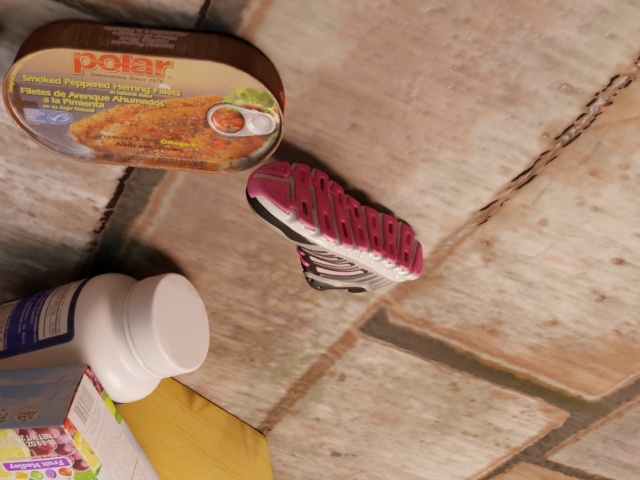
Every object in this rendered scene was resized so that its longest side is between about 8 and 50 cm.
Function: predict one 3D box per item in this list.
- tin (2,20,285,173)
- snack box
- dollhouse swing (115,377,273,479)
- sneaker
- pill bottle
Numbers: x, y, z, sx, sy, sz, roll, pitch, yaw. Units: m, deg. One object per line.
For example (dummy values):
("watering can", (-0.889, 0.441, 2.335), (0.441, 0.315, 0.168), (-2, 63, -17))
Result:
("tin", (-0.118, -0.097, 0.680), (0.189, 0.040, 0.106), (6, 145, 0))
("snack box", (-0.238, 0.199, 0.840), (0.174, 0.070, 0.207), (-7, 132, 17))
("dollhouse swing", (-0.252, 0.346, 1.025), (0.347, 0.305, 0.315), (-25, 132, 33))
("sneaker", (0.000, 0.000, 0.753), (0.075, 0.063, 0.170), (-31, 139, 34))
("pill bottle", (-0.195, 0.089, 0.855), (0.186, 0.112, 0.112), (-14, 137, 23))
